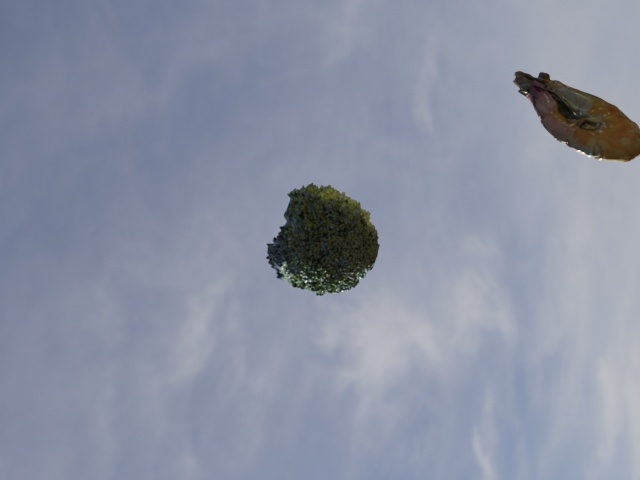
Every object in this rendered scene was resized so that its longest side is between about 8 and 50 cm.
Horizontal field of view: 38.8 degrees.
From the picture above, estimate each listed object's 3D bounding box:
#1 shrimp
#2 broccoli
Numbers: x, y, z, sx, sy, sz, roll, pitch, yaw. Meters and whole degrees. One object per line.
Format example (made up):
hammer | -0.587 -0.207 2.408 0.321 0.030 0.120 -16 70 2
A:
shrimp | 0.426 -0.219 1.564 0.154 0.294 0.062 -17 -49 -27
broccoli | 0.000 0.001 1.592 0.226 0.198 0.176 51 -176 -14
